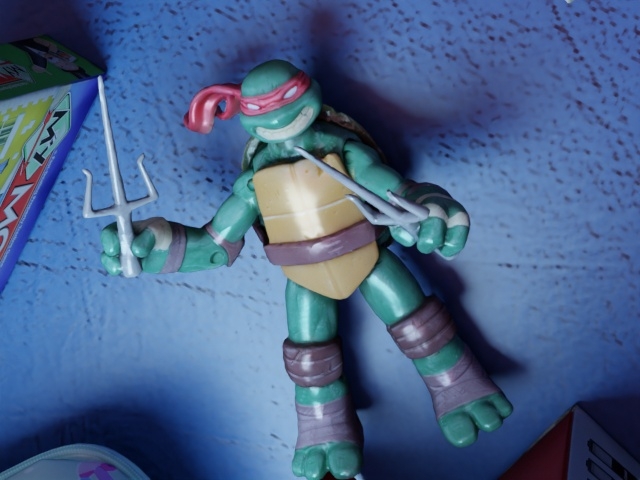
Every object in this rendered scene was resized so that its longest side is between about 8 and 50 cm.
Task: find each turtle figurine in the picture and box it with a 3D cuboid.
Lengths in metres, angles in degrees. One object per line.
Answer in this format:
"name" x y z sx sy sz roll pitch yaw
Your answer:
"turtle figurine" 0.000 0.000 0.659 0.175 0.118 0.234 -10 117 29

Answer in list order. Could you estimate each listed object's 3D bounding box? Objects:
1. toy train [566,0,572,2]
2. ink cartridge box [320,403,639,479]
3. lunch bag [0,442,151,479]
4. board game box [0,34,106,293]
"toy train" -0.010 -0.176 0.630 0.143 0.105 0.248 -31 96 28
"ink cartridge box" 0.107 0.206 0.584 0.272 0.309 0.130 43 108 -1
"lunch bag" -0.130 0.261 0.734 0.224 0.108 0.279 -30 106 0
"board game box" -0.228 0.055 0.670 0.046 0.213 0.317 31 109 6
